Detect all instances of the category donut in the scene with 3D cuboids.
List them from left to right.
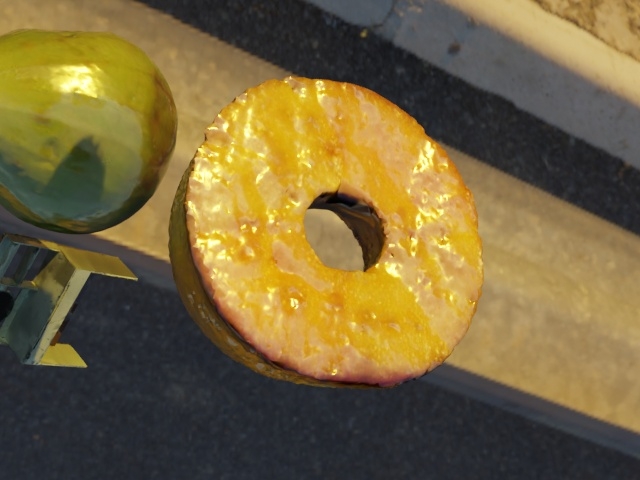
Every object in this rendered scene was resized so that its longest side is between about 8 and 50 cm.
[{"bbox_3d":[0.000,0.000,0.456,0.152,0.152,0.058,23,155,-23],"label":"donut"}]

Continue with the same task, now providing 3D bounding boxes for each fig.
[{"bbox_3d":[-0.246,-0.117,0.989,0.207,0.207,0.230,-10,155,6],"label":"fig"}]

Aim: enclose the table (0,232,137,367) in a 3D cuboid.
[{"bbox_3d":[-0.340,0.079,1.265,0.175,0.062,0.146,14,111,-51],"label":"table"}]
